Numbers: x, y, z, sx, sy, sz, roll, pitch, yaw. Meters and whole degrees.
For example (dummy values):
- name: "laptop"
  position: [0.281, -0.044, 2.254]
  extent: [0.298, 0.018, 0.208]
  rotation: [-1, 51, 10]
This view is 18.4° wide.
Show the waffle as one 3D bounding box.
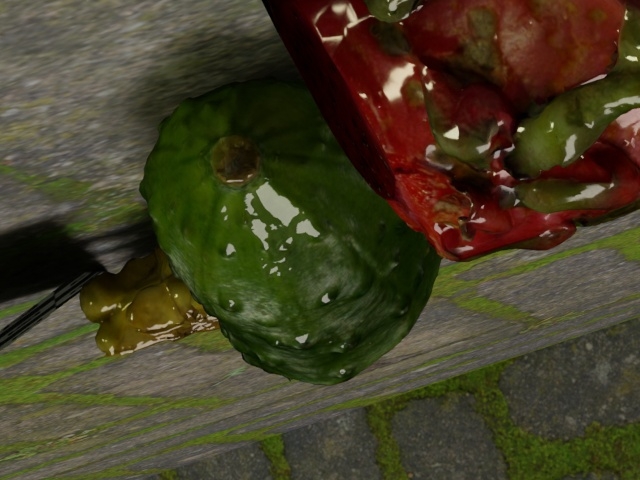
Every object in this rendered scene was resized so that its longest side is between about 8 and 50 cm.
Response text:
- name: "waffle"
  position: [0.000, 0.000, 1.167]
  extent: [0.260, 0.069, 0.293]
  rotation: [-22, 173, 37]

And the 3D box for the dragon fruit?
- name: "dragon fruit"
  position: [0.080, -0.083, 0.608]
  extent: [0.172, 0.160, 0.166]
  rotation: [-31, 135, -6]

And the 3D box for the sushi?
- name: "sushi"
  position: [-0.217, 0.053, 1.121]
  extent: [0.192, 0.050, 0.215]
  rotation: [-36, -179, -4]

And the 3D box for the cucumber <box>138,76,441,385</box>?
- name: "cucumber"
  position: [-0.019, -0.014, 0.885]
  extent: [0.134, 0.134, 0.244]
  rotation: [-18, 168, 4]
